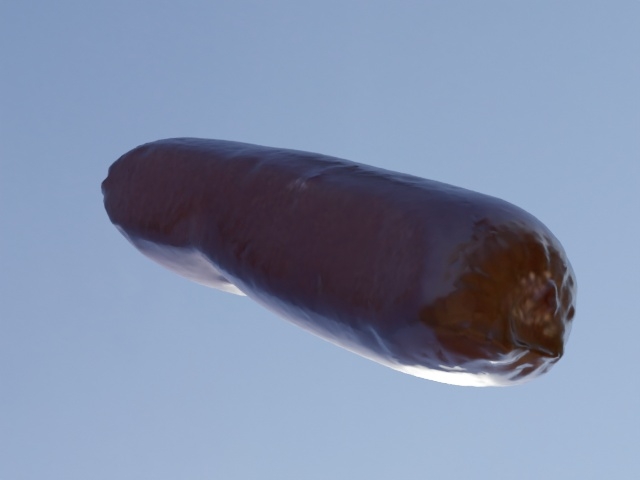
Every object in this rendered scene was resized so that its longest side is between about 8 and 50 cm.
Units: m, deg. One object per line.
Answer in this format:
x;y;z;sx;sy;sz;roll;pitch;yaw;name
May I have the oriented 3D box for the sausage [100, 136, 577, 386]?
0.000;0.000;0.868;0.097;0.348;0.094;29;-96;-38;sausage
